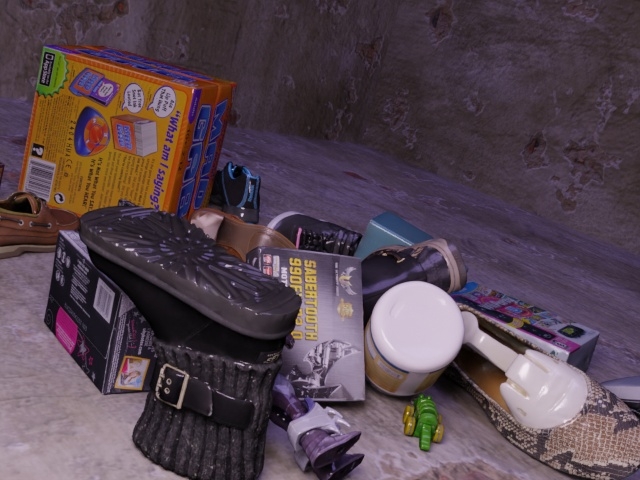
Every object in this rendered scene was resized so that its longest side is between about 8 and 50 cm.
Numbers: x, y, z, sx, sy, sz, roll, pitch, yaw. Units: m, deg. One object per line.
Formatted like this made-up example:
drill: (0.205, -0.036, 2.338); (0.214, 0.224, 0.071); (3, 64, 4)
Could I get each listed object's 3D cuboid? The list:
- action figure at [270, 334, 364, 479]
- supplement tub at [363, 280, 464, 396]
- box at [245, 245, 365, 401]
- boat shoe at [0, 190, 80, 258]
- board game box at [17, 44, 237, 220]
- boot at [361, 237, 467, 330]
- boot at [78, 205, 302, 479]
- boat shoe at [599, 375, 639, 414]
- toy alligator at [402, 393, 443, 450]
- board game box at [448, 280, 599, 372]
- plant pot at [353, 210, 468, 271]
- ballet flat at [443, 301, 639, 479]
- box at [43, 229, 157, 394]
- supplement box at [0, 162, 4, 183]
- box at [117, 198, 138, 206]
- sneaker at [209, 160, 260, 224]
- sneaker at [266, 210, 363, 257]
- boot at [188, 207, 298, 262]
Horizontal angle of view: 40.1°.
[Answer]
action figure: (-0.067, 0.202, 1.174); (0.099, 0.185, 0.285); (-30, 56, -33)
supplement tub: (0.138, 0.164, 1.396); (0.144, 0.144, 0.199); (15, -26, 0)
box: (-0.024, 0.133, 1.352); (0.183, 0.231, 0.056); (8, -17, -27)
boat shoe: (-0.558, -0.039, 1.690); (0.111, 0.104, 0.307); (19, 14, 14)
board game box: (-0.447, -0.244, 2.083); (0.356, 0.356, 0.356); (17, 14, 6)
boot: (0.063, 0.109, 1.632); (0.284, 0.138, 0.377); (-20, 1, -29)
boot: (-0.191, 0.128, 1.100); (0.348, 0.260, 0.131); (30, 27, 30)
boat shoe: (0.639, 0.308, 1.602); (0.113, 0.105, 0.306); (-8, 0, -34)
toy alligator: (0.162, 0.266, 1.371); (0.056, 0.051, 0.189); (15, 14, -1)
board game box: (0.394, 0.192, 1.820); (0.303, 0.097, 0.224); (22, 15, 29)
plant pot: (0.203, 0.065, 1.990); (0.234, 0.165, 0.166); (27, 16, 13)
ballet flat: (0.313, 0.221, 1.441); (0.182, 0.164, 0.483); (51, -8, -30)
box: (-0.295, 0.098, 1.313); (0.142, 0.163, 0.247); (2, 20, -39)
supplement box: (-0.728, -0.106, 1.775); (0.081, 0.104, 0.188); (16, 13, 5)
box: (-0.416, -0.040, 1.887); (0.067, 0.083, 0.018); (25, 18, 37)
sneaker: (-0.238, -0.151, 2.396); (0.125, 0.139, 0.341); (5, 16, -30)
sneaker: (0.000, 0.000, 2.124); (0.147, 0.104, 0.296); (20, 9, 38)
boot: (-0.164, 0.012, 1.965); (0.283, 0.109, 0.220); (21, -1, -4)
